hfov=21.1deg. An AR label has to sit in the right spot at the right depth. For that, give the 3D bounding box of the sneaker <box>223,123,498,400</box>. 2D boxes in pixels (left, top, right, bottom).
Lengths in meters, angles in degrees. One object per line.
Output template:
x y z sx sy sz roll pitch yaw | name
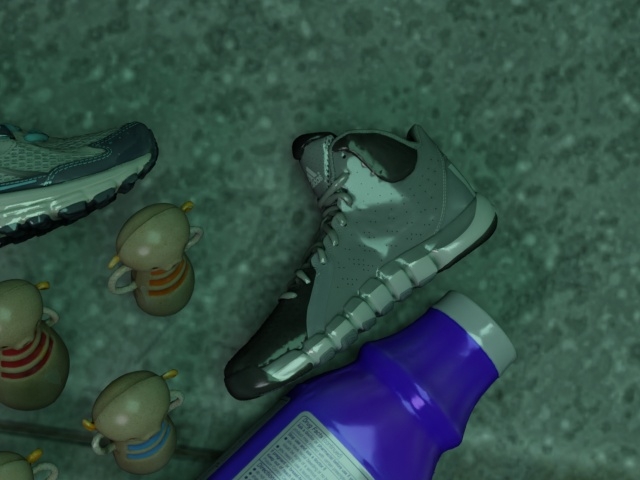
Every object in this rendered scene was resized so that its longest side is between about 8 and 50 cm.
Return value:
0.000 0.000 1.161 0.229 0.086 0.132 -36 93 -22 | sneaker

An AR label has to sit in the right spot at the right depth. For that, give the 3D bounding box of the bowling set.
-0.151 0.117 1.047 0.287 0.154 0.200 -34 72 -13 | bowling set

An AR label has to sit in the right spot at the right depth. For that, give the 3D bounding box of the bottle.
0.010 0.151 1.149 0.283 0.092 0.118 -44 98 -11 | bottle

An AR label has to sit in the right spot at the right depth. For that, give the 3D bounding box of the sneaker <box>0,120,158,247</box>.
-0.243 -0.049 1.081 0.283 0.110 0.122 -15 89 -14 | sneaker
